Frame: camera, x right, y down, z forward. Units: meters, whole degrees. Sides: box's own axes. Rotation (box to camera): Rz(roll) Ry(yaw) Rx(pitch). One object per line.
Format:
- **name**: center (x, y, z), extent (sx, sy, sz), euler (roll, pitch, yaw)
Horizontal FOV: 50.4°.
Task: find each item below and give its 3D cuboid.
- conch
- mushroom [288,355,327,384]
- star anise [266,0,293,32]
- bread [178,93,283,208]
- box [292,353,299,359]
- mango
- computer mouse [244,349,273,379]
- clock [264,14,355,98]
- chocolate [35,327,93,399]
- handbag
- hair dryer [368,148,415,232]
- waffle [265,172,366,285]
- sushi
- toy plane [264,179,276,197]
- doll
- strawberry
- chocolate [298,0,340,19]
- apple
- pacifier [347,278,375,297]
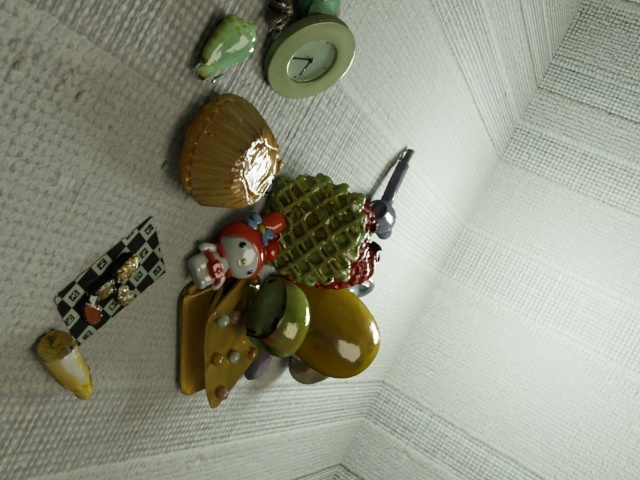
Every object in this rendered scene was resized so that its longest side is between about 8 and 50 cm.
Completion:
- **conch**: center (-0.201, -0.402, 1.404), extent (0.170, 0.079, 0.106), euler (-47, 138, -15)
- **mushroom**: center (-0.038, 0.422, 2.482), extent (0.206, 0.209, 0.206), euler (-52, -177, 4)
- **star anise**: center (-0.087, -0.529, 1.514), extent (0.124, 0.056, 0.129), euler (-68, 174, -74)
- **bread**: center (-0.201, -0.190, 1.530), extent (0.274, 0.149, 0.274), euler (-53, 156, -35)
- **box**: center (-0.082, 0.325, 2.312), extent (0.129, 0.130, 0.051), euler (-35, 145, -45)
- **mango**: center (0.002, 0.262, 2.166), extent (0.445, 0.232, 0.300), euler (33, 47, -27)
- **computer mouse**: center (-0.190, 0.352, 2.220), extent (0.120, 0.057, 0.232), euler (-21, 136, -56)
- **clock**: center (-0.024, -0.436, 1.631), extent (0.235, 0.029, 0.235), euler (-22, 152, -12)
- **chocolate**: center (-0.536, 0.276, 1.449), extent (0.085, 0.085, 0.219), euler (-47, 155, -31)
- **handbag**: center (-0.260, 0.249, 1.903), extent (0.283, 0.133, 0.401), euler (-46, 150, -48)
- **hair dryer**: center (0.279, -0.178, 2.557), extent (0.361, 0.121, 0.301), euler (-64, 165, -9)
- **waffle**: center (-0.021, -0.028, 1.882), extent (0.073, 0.297, 0.317), euler (-81, -176, -78)
- **sushi**: center (-0.437, 0.100, 1.486), extent (0.279, 0.043, 0.192), euler (-45, 150, -34)
- **toy plane**: center (-0.158, -0.175, 1.748), extent (0.078, 0.053, 0.197), euler (-62, 158, -21)
- **doll**: center (-0.204, 0.024, 1.756), extent (0.290, 0.130, 0.161), euler (-29, 117, -29)
- **strawberry**: center (0.000, 0.000, 2.044), extent (0.351, 0.267, 0.312), euler (-9, 98, -26)
- **chocolate**: center (0.004, -0.508, 1.664), extent (0.110, 0.110, 0.291), euler (-51, 156, -24)
- **apple**: center (-0.112, 0.213, 1.868), extent (0.188, 0.174, 0.207), euler (-62, 177, -26)
- **pacifier**: center (0.073, 0.115, 2.394), extent (0.279, 0.227, 0.207), euler (58, 23, -63)
